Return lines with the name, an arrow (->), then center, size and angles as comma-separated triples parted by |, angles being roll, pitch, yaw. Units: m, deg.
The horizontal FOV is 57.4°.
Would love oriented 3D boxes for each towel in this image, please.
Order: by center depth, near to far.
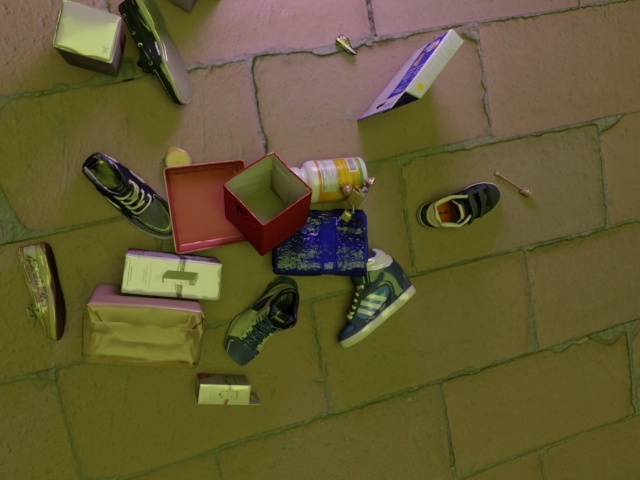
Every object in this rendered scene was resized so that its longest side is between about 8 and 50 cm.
towel -> 0.000, 0.000, 1.851 | 0.308, 0.076, 0.227 | 0, 70, -8

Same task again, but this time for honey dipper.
honey dipper -> 0.691, -0.204, 2.099 | 0.161, 0.030, 0.030 | 28, 87, -14

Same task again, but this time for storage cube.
storage cube -> -0.159, -0.105, 1.719 | 0.215, 0.193, 0.183 | -38, 72, -23

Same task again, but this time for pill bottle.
pill bottle -> 0.015, -0.189, 1.857 | 0.246, 0.136, 0.136 | -6, 96, -15

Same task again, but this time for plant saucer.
plant saucer -> -0.342, -0.106, 1.788 | 0.259, 0.048, 0.259 | -11, 97, -29

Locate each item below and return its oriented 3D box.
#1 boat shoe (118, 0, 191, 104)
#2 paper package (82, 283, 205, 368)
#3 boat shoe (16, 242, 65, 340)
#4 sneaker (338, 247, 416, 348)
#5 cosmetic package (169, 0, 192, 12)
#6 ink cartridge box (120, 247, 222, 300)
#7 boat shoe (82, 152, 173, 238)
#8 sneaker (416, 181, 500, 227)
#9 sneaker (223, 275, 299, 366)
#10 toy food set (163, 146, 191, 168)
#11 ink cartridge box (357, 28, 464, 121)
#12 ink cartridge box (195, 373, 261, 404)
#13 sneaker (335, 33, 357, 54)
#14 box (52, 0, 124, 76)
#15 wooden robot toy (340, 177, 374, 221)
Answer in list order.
boat shoe -> -0.490, -0.547, 1.705 | 0.113, 0.127, 0.340 | -17, 109, 16
paper package -> -0.500, 0.235, 1.653 | 0.310, 0.325, 0.168 | 7, 93, -16
boat shoe -> -0.804, 0.152, 1.686 | 0.089, 0.104, 0.285 | -10, 87, -10
sneaker -> 0.132, 0.176, 1.944 | 0.323, 0.130, 0.236 | -40, 86, 4
cosmetic package -> -0.396, -0.740, 1.648 | 0.117, 0.231, 0.085 | 29, 87, -16
ink cartridge box -> -0.436, 0.098, 1.726 | 0.273, 0.197, 0.114 | 8, 92, -16
boat shoe -> -0.550, -0.121, 1.696 | 0.340, 0.158, 0.127 | 39, 84, -15
sneaker -> 0.500, -0.115, 2.005 | 0.321, 0.127, 0.126 | -21, 98, -14
sneaker -> -0.173, 0.250, 1.819 | 0.127, 0.182, 0.315 | 40, 84, -13
toy food set -> -0.438, -0.240, 1.788 | 0.083, 0.020, 0.082 | 26, 88, -16
ink cartridge box -> 0.274, -0.486, 1.818 | 0.072, 0.303, 0.307 | 37, 85, -14
ink cartridge box -> -0.288, 0.469, 1.841 | 0.198, 0.115, 0.067 | 6, 93, -17
sneaker -> 0.090, -0.636, 1.895 | 0.083, 0.031, 0.035 | 36, 84, -15
box -> -0.625, -0.546, 1.601 | 0.149, 0.232, 0.126 | 13, 92, -16
wooden robot toy -> 0.096, -0.144, 1.801 | 0.079, 0.076, 0.173 | 31, 128, -1
